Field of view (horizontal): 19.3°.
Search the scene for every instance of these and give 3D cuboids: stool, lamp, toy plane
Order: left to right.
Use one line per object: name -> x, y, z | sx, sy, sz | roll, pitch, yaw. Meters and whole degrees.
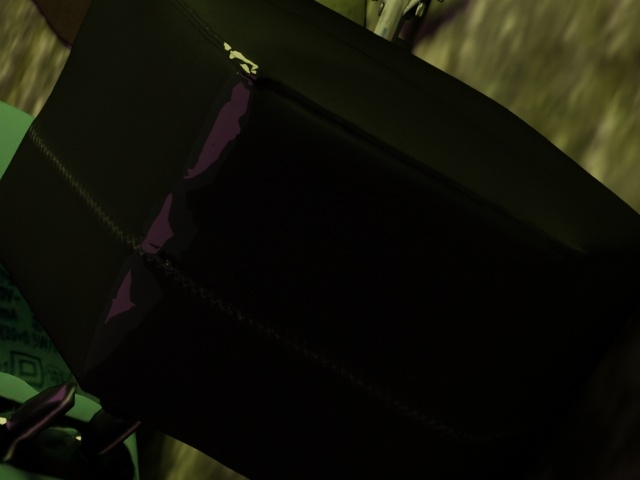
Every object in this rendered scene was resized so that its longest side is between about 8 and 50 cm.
lamp -> -0.165, 0.046, 0.891 | 0.147, 0.209, 0.284 | -54, 40, 21
stool -> 0.000, 0.000, 0.693 | 0.141, 0.232, 0.232 | -60, 36, 12
toy plane -> 0.040, -0.119, 0.866 | 0.078, 0.024, 0.084 | 11, 88, 54

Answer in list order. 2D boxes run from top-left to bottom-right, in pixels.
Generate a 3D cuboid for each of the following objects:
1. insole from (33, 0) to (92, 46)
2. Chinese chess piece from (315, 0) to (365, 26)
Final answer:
insole -> -0.150, -0.184, 1.168 | 0.328, 0.007, 0.111 | 36, 101, 54
Chinese chess piece -> -0.041, -0.100, 0.934 | 0.144, 0.058, 0.144 | -29, 51, 43
